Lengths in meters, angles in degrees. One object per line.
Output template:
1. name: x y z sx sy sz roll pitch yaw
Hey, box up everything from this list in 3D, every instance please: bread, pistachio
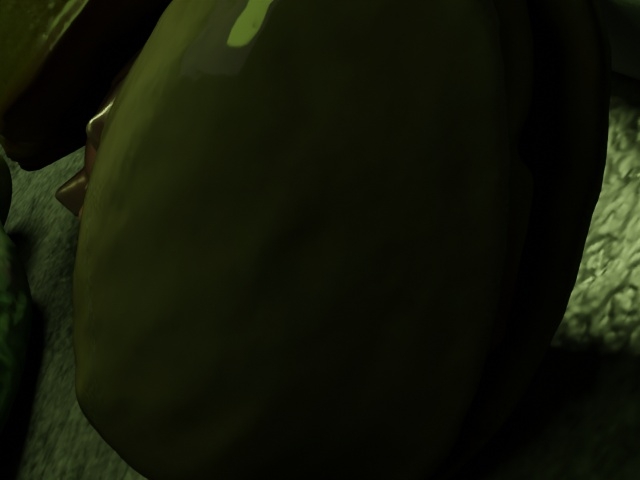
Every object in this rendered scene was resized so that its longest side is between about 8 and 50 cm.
1. bread: -0.174 -0.177 1.023 0.270 0.148 0.270 -50 -3 -4
2. pistachio: 0.000 0.000 0.538 0.166 0.197 0.288 -21 -31 -45

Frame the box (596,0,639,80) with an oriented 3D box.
1. box: 0.160 -0.160 0.574 0.190 0.112 0.369 -51 28 2

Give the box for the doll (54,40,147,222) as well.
1. doll: -0.085 -0.091 0.888 0.211 0.093 0.262 -55 19 -18

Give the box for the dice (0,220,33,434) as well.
1. dice: -0.415 0.090 0.949 0.322 0.318 0.330 -42 27 22

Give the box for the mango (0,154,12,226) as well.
1. mango: -0.352 0.002 1.185 0.267 0.111 0.133 -31 18 39
